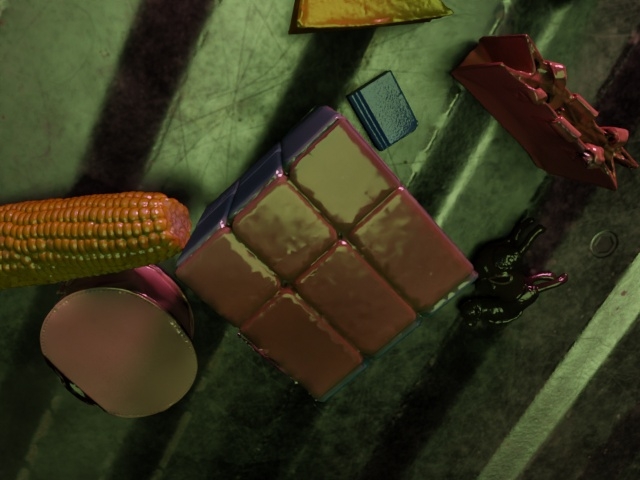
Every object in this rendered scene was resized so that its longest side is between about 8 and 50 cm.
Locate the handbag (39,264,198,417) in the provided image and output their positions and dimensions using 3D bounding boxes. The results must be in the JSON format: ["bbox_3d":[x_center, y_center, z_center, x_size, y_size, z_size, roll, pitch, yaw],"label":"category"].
[{"bbox_3d":[-0.258,0.122,0.621,0.179,0.116,0.205,-34,110,5],"label":"handbag"}]

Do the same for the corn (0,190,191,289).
[{"bbox_3d":[-0.304,-0.002,0.558,0.305,0.106,0.106,-7,110,8],"label":"corn"}]

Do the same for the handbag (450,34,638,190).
[{"bbox_3d":[0.270,-0.156,0.571,0.212,0.157,0.059,39,100,-17],"label":"handbag"}]

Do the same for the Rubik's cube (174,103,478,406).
[{"bbox_3d":[0.000,0.000,0.555,0.225,0.231,0.221,-42,108,9],"label":"Rubik's cube"}]

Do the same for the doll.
[{"bbox_3d":[0.278,0.062,0.703,0.165,0.057,0.139,-33,112,9],"label":"doll"}]

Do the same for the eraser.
[{"bbox_3d":[0.082,-0.169,0.612,0.063,0.027,0.084,-33,109,3],"label":"eraser"}]

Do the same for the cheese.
[{"bbox_3d":[0.060,-0.283,0.536,0.171,0.093,0.126,10,104,-11],"label":"cheese"}]
